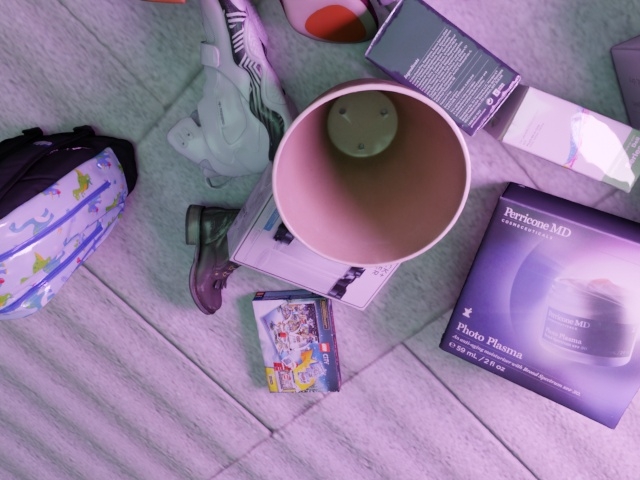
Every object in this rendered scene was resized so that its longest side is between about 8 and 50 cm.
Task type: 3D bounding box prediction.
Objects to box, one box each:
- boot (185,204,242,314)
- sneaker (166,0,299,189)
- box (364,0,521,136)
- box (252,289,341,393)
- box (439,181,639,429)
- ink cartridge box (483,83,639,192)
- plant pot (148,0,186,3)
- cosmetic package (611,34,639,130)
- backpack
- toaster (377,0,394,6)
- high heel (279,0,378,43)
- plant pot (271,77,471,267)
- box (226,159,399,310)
[{"bbox_3d":[-0.140,0.035,0.944,0.229,0.091,0.263,0,116,1],"label":"boot"},{"bbox_3d":[-0.175,-0.262,0.802,0.210,0.137,0.366,-19,111,11],"label":"sneaker"},{"bbox_3d":[0.181,-0.273,0.746,0.207,0.153,0.108,34,111,-7],"label":"box"},{"bbox_3d":[-0.046,0.218,1.023,0.159,0.044,0.233,-4,110,9],"label":"box"},{"bbox_3d":[0.398,0.093,0.804,0.296,0.182,0.294,22,112,19],"label":"box"},{"bbox_3d":[0.383,-0.171,0.759,0.212,0.154,0.093,20,112,0],"label":"ink cartridge box"},{"bbox_3d":[-0.280,-0.434,0.556,0.203,0.291,0.291,-7,111,-9],"label":"plant pot"},{"bbox_3d":[0.674,-0.149,0.639,0.329,0.327,0.394,-24,107,15],"label":"cosmetic package"},{"bbox_3d":[-0.516,-0.037,0.817,0.290,0.355,0.273,1,112,6],"label":"backpack"},{"bbox_3d":[0.098,-0.432,0.661,0.146,0.227,0.129,-37,125,18],"label":"toaster"},{"bbox_3d":[-0.035,-0.424,0.670,0.127,0.377,0.181,-8,78,36],"label":"high heel"},{"bbox_3d":[0.067,-0.140,0.733,0.256,0.274,0.256,1,121,1],"label":"plant pot"},{"bbox_3d":[0.000,0.000,0.856,0.290,0.087,0.169,25,113,-27],"label":"box"}]
